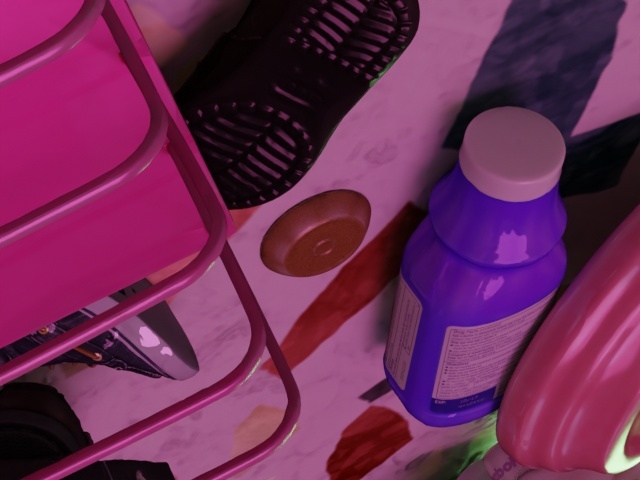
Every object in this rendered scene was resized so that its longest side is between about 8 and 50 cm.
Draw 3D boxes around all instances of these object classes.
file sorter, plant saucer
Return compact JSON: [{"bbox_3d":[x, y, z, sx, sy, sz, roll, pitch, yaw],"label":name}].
[{"bbox_3d":[-0.149,-0.006,0.682,0.202,0.182,0.291,-26,137,-3],"label":"file sorter"},{"bbox_3d":[0.278,0.063,1.182,0.332,0.084,0.332,-39,155,-22],"label":"plant saucer"},{"bbox_3d":[0.000,0.000,1.021,0.083,0.015,0.083,-21,147,-14],"label":"plant saucer"}]

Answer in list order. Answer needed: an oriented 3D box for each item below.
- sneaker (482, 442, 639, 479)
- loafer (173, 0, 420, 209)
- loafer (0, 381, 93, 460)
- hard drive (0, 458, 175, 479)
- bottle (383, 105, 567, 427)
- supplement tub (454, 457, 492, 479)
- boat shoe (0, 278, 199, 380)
[{"bbox_3d":[0.262,0.167,1.380,0.305,0.152,0.114,-31,163,-47],"label":"sneaker"},{"bbox_3d":[-0.019,-0.092,0.818,0.080,0.078,0.220,31,135,-23],"label":"loafer"},{"bbox_3d":[-0.211,0.188,1.067,0.109,0.095,0.302,8,135,-3],"label":"loafer"},{"bbox_3d":[-0.258,0.208,0.859,0.237,0.064,0.339,-38,153,22],"label":"hard drive"},{"bbox_3d":[0.114,0.023,1.072,0.118,0.092,0.283,-23,148,-20],"label":"bottle"},{"bbox_3d":[0.158,0.381,1.467,0.241,0.241,0.331,-9,143,-30],"label":"supplement tub"},{"bbox_3d":[-0.152,0.053,0.934,0.083,0.065,0.183,-33,142,10],"label":"boat shoe"}]
